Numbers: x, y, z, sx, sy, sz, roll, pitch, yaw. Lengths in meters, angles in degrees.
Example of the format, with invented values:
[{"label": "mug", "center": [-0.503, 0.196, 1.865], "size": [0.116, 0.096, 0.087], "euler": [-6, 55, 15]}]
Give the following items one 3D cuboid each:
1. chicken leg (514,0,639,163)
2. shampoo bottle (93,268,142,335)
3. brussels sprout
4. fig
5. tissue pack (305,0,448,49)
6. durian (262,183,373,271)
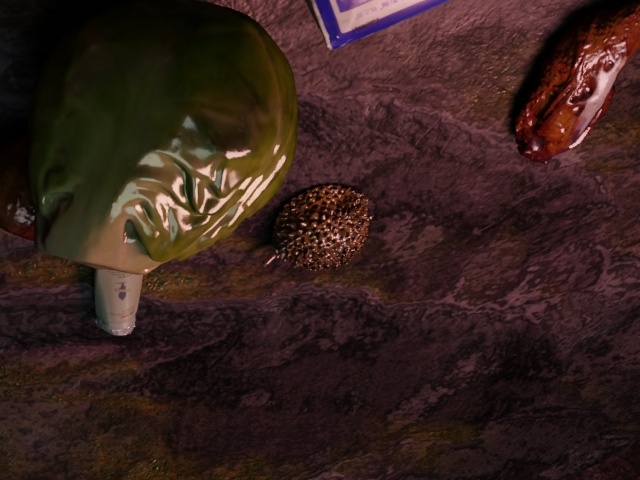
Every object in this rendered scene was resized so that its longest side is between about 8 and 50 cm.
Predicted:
[{"label": "chicken leg", "center": [0.415, -0.264, 1.926], "size": [0.158, 0.096, 0.407], "euler": [8, 130, -44]}, {"label": "shampoo bottle", "center": [-0.290, 0.057, 1.928], "size": [0.072, 0.049, 0.212], "euler": [-16, 144, -21]}, {"label": "brussels sprout", "center": [-0.195, -0.118, 1.551], "size": [0.354, 0.281, 0.289], "euler": [-61, 158, -4]}, {"label": "fig", "center": [-0.347, -0.103, 1.659], "size": [0.134, 0.146, 0.201], "euler": [18, 91, -28]}, {"label": "tissue pack", "center": [0.092, -0.368, 1.564], "size": [0.270, 0.137, 0.209], "euler": [-24, 145, 3]}, {"label": "durian", "center": [0.000, 0.000, 1.999], "size": [0.189, 0.091, 0.148], "euler": [-27, 144, 4]}]
